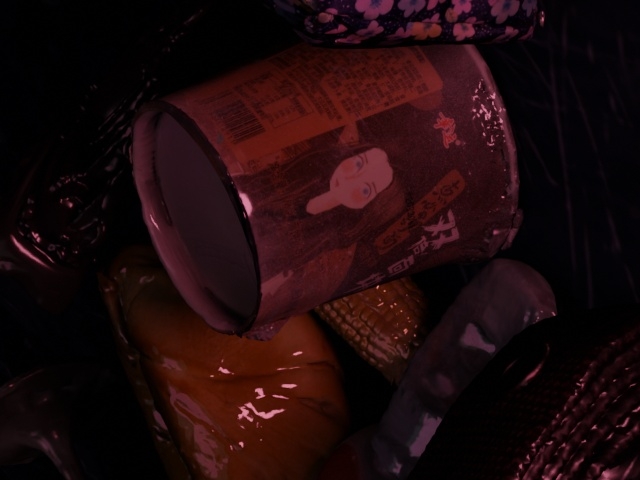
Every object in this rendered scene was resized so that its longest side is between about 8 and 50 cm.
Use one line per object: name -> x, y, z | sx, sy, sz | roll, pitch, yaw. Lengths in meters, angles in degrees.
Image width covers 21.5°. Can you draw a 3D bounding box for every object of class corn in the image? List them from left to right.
corn -> 0.000, 0.000, 1.351 | 0.288, 0.086, 0.086 | 49, 149, 25

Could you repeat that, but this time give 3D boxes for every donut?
donut -> -0.068, 0.147, 1.475 | 0.360, 0.170, 0.360 | 61, 167, 25

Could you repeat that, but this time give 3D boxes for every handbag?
handbag -> 0.009, -0.191, 1.011 | 0.208, 0.229, 0.126 | 35, 121, 39

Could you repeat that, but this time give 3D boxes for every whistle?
whistle -> 0.082, 0.164, 1.241 | 0.189, 0.189, 0.347 | 43, 131, 39

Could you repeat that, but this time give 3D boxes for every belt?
belt -> 0.143, 0.169, 1.003 | 0.184, 0.289, 0.164 | 47, 158, -17

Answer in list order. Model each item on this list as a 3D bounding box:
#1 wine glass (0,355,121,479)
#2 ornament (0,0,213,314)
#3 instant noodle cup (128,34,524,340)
wine glass -> -0.235, 0.348, 1.891 | 0.406, 0.267, 0.267 | 55, 152, 28
ornament -> -0.157, -0.092, 1.399 | 0.106, 0.251, 0.260 | 36, 135, -16
instant noodle cup -> -0.004, -0.048, 1.179 | 0.217, 0.207, 0.217 | 42, 144, 41
